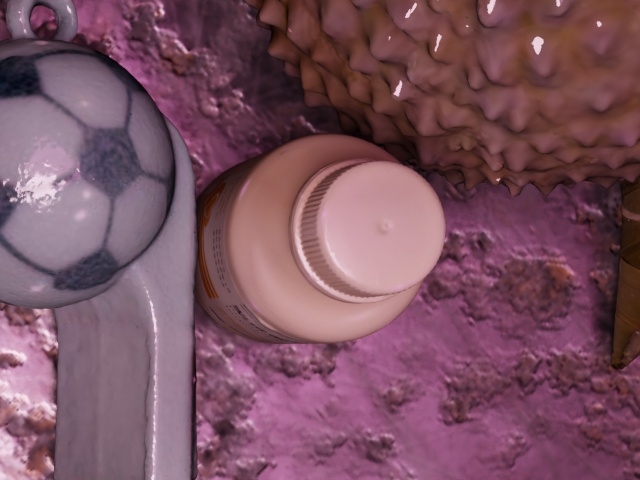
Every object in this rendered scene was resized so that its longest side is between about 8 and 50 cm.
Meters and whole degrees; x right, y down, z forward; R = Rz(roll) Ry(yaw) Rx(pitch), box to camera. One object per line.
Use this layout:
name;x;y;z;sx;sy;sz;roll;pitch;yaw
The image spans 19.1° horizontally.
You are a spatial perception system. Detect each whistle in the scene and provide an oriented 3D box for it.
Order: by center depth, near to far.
whistle;-0.153;-0.002;1.043;0.163;0.163;0.289;1;84;-15

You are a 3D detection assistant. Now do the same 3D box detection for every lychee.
lychee;0.119;-0.222;1.030;0.380;0.432;0.380;-7;64;14

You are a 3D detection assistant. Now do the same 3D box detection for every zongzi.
zongzi;0.262;-0.006;1.202;0.160;0.078;0.176;0;95;-16

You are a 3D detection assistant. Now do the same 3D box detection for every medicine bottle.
medicine bottle;0.000;0.000;1.030;0.114;0.252;0.114;1;87;-15
